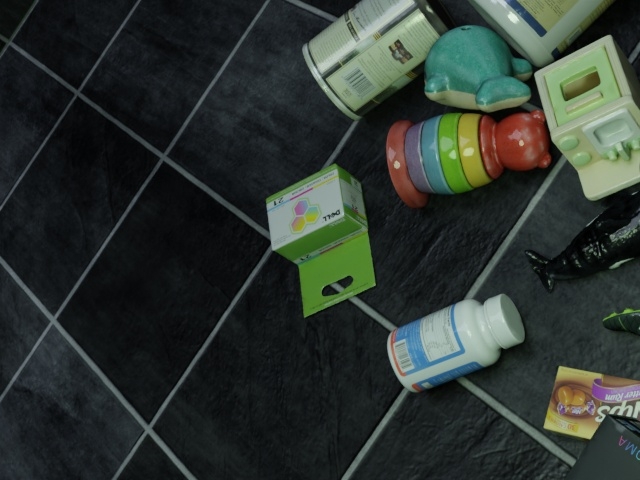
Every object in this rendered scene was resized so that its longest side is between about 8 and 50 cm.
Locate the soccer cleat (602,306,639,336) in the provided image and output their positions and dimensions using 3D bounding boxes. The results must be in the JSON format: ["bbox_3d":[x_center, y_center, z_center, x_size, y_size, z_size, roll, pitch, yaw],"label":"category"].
[{"bbox_3d":[0.536,0.141,1.599,0.179,0.060,0.072,-7,77,35],"label":"soccer cleat"}]

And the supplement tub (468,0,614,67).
[{"bbox_3d":[0.449,-0.506,1.873,0.316,0.228,0.228,-45,48,11],"label":"supplement tub"}]

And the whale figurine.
[{"bbox_3d":[0.298,-0.323,1.897,0.216,0.141,0.272,-12,24,-7],"label":"whale figurine"}]

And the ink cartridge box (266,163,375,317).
[{"bbox_3d":[0.000,0.000,2.060,0.189,0.097,0.255,-26,54,26],"label":"ink cartridge box"}]

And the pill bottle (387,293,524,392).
[{"bbox_3d":[0.239,0.176,1.766,0.221,0.124,0.124,-25,55,25],"label":"pill bottle"}]

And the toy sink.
[{"bbox_3d":[0.484,-0.215,1.752,0.153,0.131,0.234,-25,50,27],"label":"toy sink"}]

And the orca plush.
[{"bbox_3d":[0.473,-0.023,1.696,0.287,0.102,0.151,-20,57,30],"label":"orca plush"}]

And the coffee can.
[{"bbox_3d":[0.129,-0.409,2.092,0.275,0.201,0.201,-34,51,20],"label":"coffee can"}]

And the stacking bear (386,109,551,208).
[{"bbox_3d":[0.285,-0.168,1.884,0.289,0.164,0.175,-9,86,24],"label":"stacking bear"}]

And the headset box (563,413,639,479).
[{"bbox_3d":[0.451,0.434,1.433,0.246,0.131,0.283,38,102,37],"label":"headset box"}]

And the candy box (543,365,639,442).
[{"bbox_3d":[0.459,0.271,1.595,0.187,0.053,0.109,7,73,41],"label":"candy box"}]
